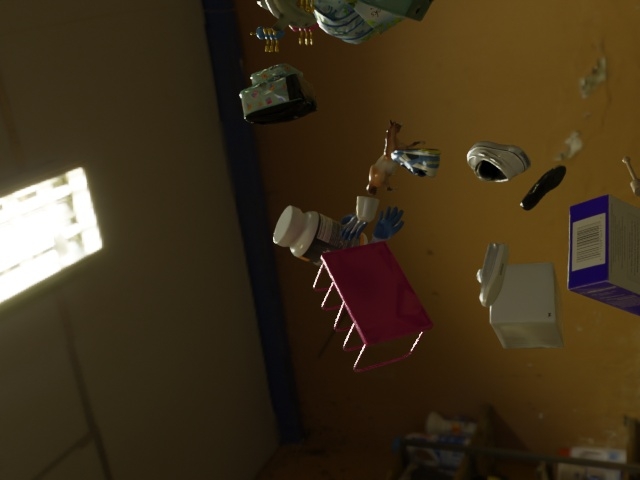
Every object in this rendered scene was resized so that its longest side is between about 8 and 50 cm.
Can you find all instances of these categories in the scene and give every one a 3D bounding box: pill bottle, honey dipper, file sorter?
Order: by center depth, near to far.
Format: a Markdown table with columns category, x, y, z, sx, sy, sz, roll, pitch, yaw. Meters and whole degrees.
| category | x | y | z | sx | sy | sz | roll | pitch | yaw |
| --- | --- | --- | --- | --- | --- | --- | --- | --- | --- |
| honey dipper | 0.751 | -0.160 | 1.790 | 0.161 | 0.030 | 0.031 | -77 | -27 | -53 |
| file sorter | 0.129 | 0.183 | 2.032 | 0.291 | 0.202 | 0.182 | 63 | 151 | 31 |
| pill bottle | 0.000 | 0.000 | 2.415 | 0.278 | 0.162 | 0.162 | 23 | -116 | -19 |

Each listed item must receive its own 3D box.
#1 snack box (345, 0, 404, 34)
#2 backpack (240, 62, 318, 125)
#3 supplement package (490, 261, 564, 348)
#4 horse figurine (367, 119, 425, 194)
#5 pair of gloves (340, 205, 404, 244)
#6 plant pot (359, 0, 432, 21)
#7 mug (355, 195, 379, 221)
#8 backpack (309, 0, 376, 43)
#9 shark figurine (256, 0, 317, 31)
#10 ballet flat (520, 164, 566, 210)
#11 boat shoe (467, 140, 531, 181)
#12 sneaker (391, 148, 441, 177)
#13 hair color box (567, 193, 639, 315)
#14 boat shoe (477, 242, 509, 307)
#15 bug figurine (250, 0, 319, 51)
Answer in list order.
| category | x | y | z | sx | sy | sz | roll | pitch | yaw |
| --- | --- | --- | --- | --- | --- | --- | --- | --- | --- |
| snack box | 0.184 | -0.671 | 1.993 | 0.174 | 0.207 | 0.070 | 36 | -130 | -33 |
| backpack | -0.123 | -0.389 | 2.020 | 0.166 | 0.188 | 0.145 | -2 | -108 | -69 |
| supplement package | 0.666 | 0.214 | 2.398 | 0.263 | 0.199 | 0.198 | 49 | -138 | -56 |
| horse figurine | 0.210 | -0.230 | 2.244 | 0.174 | 0.066 | 0.263 | -2 | -49 | -53 |
| pair of gloves | 0.151 | -0.051 | 2.246 | 0.159 | 0.198 | 0.023 | -54 | -39 | -19 |
| plant pot | 0.132 | -0.574 | 1.591 | 0.166 | 0.234 | 0.165 | -59 | -19 | 22 |
| mug | 0.128 | -0.084 | 2.060 | 0.078 | 0.062 | 0.064 | 46 | -127 | -84 |
| backpack | 0.131 | -0.805 | 2.370 | 0.290 | 0.356 | 0.273 | 49 | -146 | 19 |
| shark figurine | -0.129 | -0.651 | 1.928 | 0.166 | 0.116 | 0.278 | -44 | -54 | -28 |
| ballet flat | 0.630 | -0.156 | 2.126 | 0.057 | 0.173 | 0.049 | 29 | -146 | -17 |
| boat shoe | 0.444 | -0.194 | 1.950 | 0.088 | 0.267 | 0.096 | -38 | -70 | -9 |
| sneaker | 0.198 | -0.165 | 1.580 | 0.053 | 0.144 | 0.059 | -9 | -78 | -28 |
| hair color box | 0.661 | 0.050 | 1.533 | 0.338 | 0.110 | 0.185 | 19 | -112 | -26 |
| boat shoe | 0.468 | 0.092 | 2.067 | 0.066 | 0.063 | 0.184 | 20 | -97 | -50 |
| bug figurine | -0.108 | -0.690 | 2.224 | 0.279 | 0.216 | 0.072 | 92 | -174 | -53 |
